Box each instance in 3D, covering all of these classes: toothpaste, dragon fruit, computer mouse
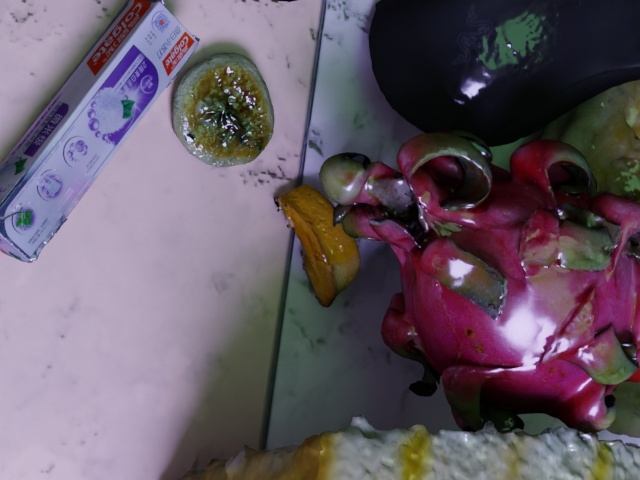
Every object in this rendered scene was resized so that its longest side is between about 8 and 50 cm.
[{"bbox_3d":[-0.159,-0.076,1.330,0.047,0.040,0.196,46,72,-33],"label":"toothpaste"},{"bbox_3d":[0.132,0.015,1.416,0.198,0.218,0.272,-45,113,-46],"label":"dragon fruit"},{"bbox_3d":[0.165,-0.163,1.481,0.264,0.088,0.147,-27,89,-31],"label":"computer mouse"}]

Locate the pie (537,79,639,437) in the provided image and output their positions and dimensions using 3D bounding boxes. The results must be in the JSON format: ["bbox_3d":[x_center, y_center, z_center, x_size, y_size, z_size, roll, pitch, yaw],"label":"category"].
[{"bbox_3d":[0.293,-0.002,1.606,0.339,0.077,0.339,-2,95,-28],"label":"pie"}]

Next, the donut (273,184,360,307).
[{"bbox_3d":[0.000,0.000,1.449,0.038,0.067,0.083,-32,80,-19],"label":"donut"}]

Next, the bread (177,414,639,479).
[{"bbox_3d":[0.102,0.272,1.381,0.395,0.239,0.264,9,64,-35],"label":"bread"}]

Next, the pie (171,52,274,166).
[{"bbox_3d":[-0.067,-0.090,1.398,0.084,0.021,0.084,-4,97,-32],"label":"pie"}]
